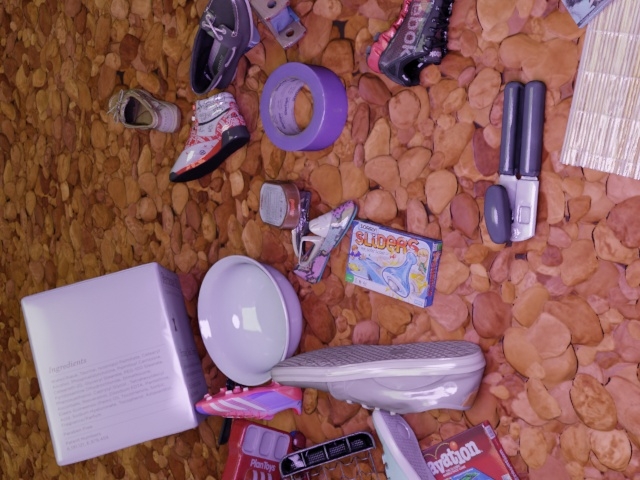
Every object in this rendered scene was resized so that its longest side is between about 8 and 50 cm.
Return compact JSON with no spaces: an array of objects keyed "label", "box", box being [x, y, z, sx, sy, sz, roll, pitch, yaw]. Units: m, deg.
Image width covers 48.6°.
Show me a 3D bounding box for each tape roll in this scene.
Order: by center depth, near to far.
[{"label":"tape roll","box":[-0.038,-0.288,1.540,0.189,0.080,0.189,6,99,39]}]

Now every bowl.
[{"label":"bowl","box":[-0.140,0.175,1.646,0.298,0.134,0.298,6,99,39]}]

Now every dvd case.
[{"label":"dvd case","box":[0.428,-0.421,1.155,0.087,0.013,0.119,-43,61,44]}]

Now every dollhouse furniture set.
[{"label":"dollhouse furniture set","box":[-0.058,-0.536,1.524,0.183,0.129,0.129,-39,68,5]}]

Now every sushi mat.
[{"label":"sushi mat","box":[0.487,-0.265,1.138,0.151,0.019,0.316,18,107,39]}]

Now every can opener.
[{"label":"can opener","box":[0.336,-0.134,1.230,0.076,0.095,0.283,8,101,39]}]

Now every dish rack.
[{"label":"dish rack","box":[0.046,0.558,1.506,0.208,0.074,0.271,-17,83,-3]}]

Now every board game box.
[{"label":"board game box","box":[0.258,0.477,1.416,0.281,0.027,0.145,-40,69,36]},{"label":"board game box","box":[0.146,0.043,1.452,0.201,0.035,0.136,17,106,38]}]

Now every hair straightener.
[{"label":"hair straightener","box":[-0.236,0.418,1.813,0.089,0.047,0.230,15,105,38]}]

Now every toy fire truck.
[{"label":"toy fire truck","box":[-0.112,0.543,1.580,0.169,0.302,0.254,3,70,39]}]

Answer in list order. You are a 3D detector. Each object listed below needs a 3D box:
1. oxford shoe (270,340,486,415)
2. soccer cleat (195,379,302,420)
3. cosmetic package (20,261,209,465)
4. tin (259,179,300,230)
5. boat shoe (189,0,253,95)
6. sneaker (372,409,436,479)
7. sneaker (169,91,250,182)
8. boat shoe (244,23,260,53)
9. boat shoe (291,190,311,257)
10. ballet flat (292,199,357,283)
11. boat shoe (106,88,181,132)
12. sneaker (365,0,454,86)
[{"label":"oxford shoe","box":[0.104,0.278,1.401,0.449,0.169,0.130,-5,99,24]},{"label":"soccer cleat","box":[-0.160,0.378,1.629,0.083,0.248,0.095,166,95,-72]},{"label":"cosmetic package","box":[-0.484,0.295,1.746,0.327,0.329,0.394,-16,83,-4]},{"label":"tin","box":[-0.095,-0.082,1.591,0.189,0.040,0.106,-162,77,-65]},{"label":"boat shoe","box":[-0.229,-0.435,1.583,0.112,0.095,0.335,44,154,6]},{"label":"sneaker","box":[0.138,0.469,1.429,0.151,0.094,0.256,-36,73,28]},{"label":"sneaker","box":[-0.291,-0.257,1.755,0.270,0.090,0.145,-29,76,35]},{"label":"boat shoe","box":[-0.210,-0.520,1.667,0.083,0.065,0.183,-29,77,40]},{"label":"boat shoe","box":[-0.039,-0.037,1.588,0.049,0.056,0.152,-1,101,8]},{"label":"ballet flat","box":[0.000,0.000,1.536,0.077,0.079,0.221,-90,25,-57]},{"label":"boat shoe","box":[-0.494,-0.353,1.911,0.285,0.089,0.104,17,107,38]},{"label":"sneaker","box":[0.199,-0.402,1.314,0.135,0.097,0.276,51,126,24]}]
